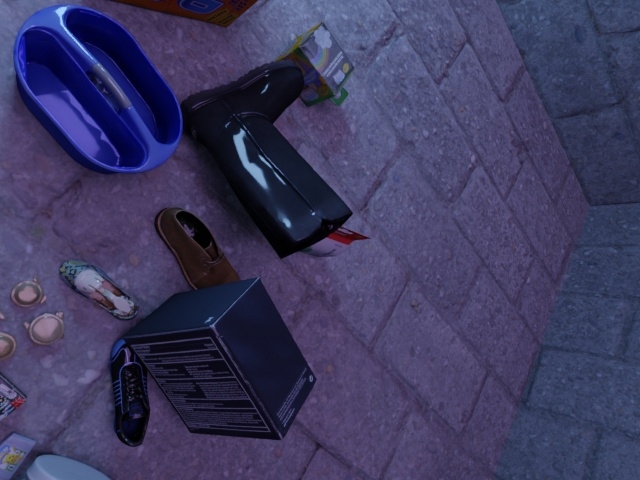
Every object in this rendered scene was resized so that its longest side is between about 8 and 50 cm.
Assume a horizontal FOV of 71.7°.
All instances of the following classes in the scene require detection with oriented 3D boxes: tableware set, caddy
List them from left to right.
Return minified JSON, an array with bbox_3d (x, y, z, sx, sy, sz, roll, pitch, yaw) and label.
[{"bbox_3d":[-0.604,0.160,0.873,0.169,0.020,0.141,-24,103,-35],"label":"tableware set"},{"bbox_3d":[-0.446,-0.293,0.907,0.241,0.179,0.341,-49,117,-29],"label":"caddy"}]

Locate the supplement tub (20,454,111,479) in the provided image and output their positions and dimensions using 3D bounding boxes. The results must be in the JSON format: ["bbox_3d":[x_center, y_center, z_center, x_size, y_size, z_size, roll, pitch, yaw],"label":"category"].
[{"bbox_3d":[-0.528,0.569,0.816,0.191,0.191,0.272,39,66,-31],"label":"supplement tub"}]

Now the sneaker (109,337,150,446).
[{"bbox_3d":[-0.413,0.332,0.975,0.082,0.091,0.232,-3,92,-38],"label":"sneaker"}]

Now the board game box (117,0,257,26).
[{"bbox_3d":[-0.287,-0.730,0.926,0.357,0.356,0.356,-7,93,-39],"label":"board game box"}]

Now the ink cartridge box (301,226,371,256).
[{"bbox_3d":[0.000,0.000,1.224,0.181,0.225,0.056,19,76,-36],"label":"ink cartridge box"}]

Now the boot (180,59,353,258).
[{"bbox_3d":[-0.072,-0.214,1.083,0.367,0.146,0.445,-34,72,-24],"label":"boot"}]

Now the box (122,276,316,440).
[{"bbox_3d":[-0.215,0.262,0.982,0.293,0.297,0.182,64,36,-19],"label":"box"}]

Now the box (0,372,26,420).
[{"bbox_3d":[-0.642,0.286,0.829,0.094,0.027,0.137,-43,114,-25],"label":"box"}]

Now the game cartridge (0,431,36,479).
[{"bbox_3d":[-0.610,0.423,0.865,0.056,0.017,0.083,41,65,-26],"label":"game cartridge"}]

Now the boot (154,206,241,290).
[{"bbox_3d":[-0.276,0.050,1.077,0.112,0.115,0.305,-49,118,-30],"label":"boot"}]

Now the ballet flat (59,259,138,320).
[{"bbox_3d":[-0.467,0.107,0.954,0.188,0.070,0.070,45,63,-29],"label":"ballet flat"}]

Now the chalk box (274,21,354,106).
[{"bbox_3d":[-0.002,-0.490,1.294,0.213,0.132,0.132,48,61,-28],"label":"chalk box"}]
